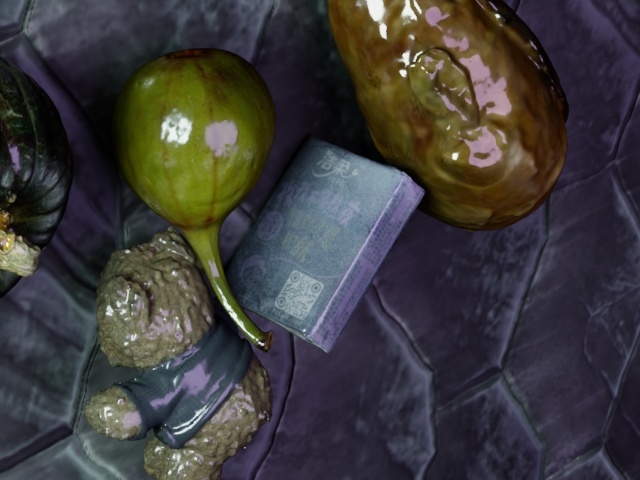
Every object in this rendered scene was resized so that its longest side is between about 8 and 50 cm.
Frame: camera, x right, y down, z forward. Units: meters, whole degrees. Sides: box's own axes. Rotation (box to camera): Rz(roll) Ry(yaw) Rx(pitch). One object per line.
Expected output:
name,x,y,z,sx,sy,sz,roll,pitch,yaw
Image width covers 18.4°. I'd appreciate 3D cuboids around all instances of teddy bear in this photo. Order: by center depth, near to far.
teddy bear,-0.102,0.116,1.527,0.182,0.129,0.251,-71,154,-58

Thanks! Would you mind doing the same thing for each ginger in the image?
ginger,0.115,-0.118,1.610,0.165,0.172,0.321,-38,135,-6

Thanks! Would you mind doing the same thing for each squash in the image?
squash,-0.251,-0.032,1.282,0.193,0.156,0.193,-17,137,-17

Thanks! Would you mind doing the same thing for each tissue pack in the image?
tissue pack,0.000,0.000,1.590,0.156,0.112,0.051,-59,140,-7

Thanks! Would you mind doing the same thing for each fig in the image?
fig,-0.079,-0.027,1.467,0.124,0.124,0.236,-28,112,-35
